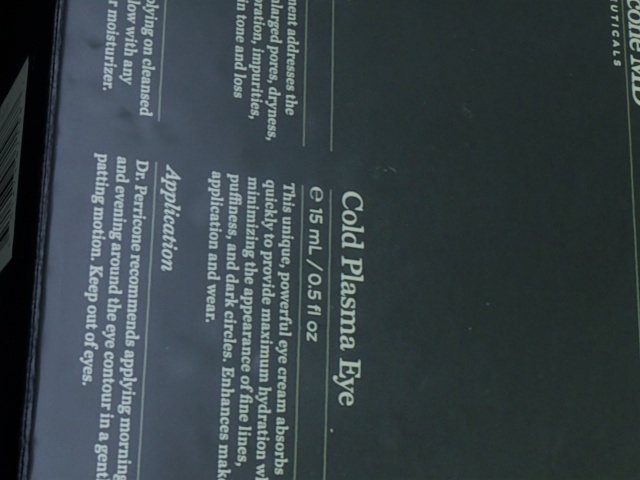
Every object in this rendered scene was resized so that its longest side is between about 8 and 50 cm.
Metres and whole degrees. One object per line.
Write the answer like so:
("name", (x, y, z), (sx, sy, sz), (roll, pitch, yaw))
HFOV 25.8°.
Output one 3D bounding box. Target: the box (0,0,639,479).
("box", (0.000, 0.000, 0.680), (0.312, 0.179, 0.343), (9, 72, -21))
